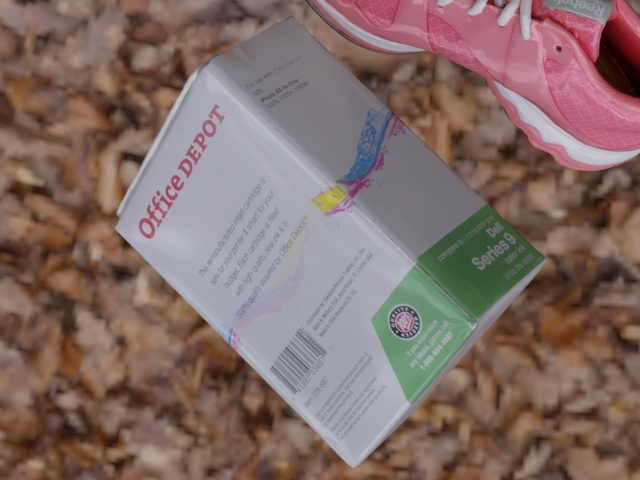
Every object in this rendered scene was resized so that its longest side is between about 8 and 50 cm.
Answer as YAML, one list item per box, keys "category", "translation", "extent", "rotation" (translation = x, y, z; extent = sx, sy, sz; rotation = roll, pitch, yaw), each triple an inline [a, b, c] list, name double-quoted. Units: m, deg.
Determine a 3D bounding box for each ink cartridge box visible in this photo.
- category: "ink cartridge box"
  translation: [0.000, 0.000, 1.009]
  extent: [0.212, 0.093, 0.154]
  rotation: [43, 133, 9]

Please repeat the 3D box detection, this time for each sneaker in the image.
- category: "sneaker"
  translation: [0.123, -0.157, 1.109]
  extent: [0.314, 0.116, 0.136]
  rotation: [28, 164, -21]
